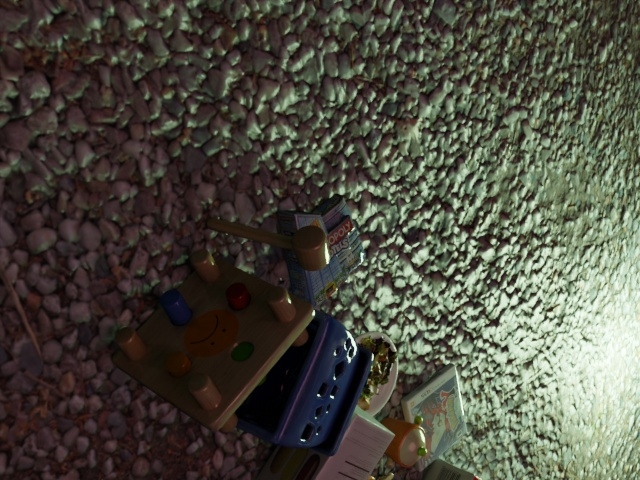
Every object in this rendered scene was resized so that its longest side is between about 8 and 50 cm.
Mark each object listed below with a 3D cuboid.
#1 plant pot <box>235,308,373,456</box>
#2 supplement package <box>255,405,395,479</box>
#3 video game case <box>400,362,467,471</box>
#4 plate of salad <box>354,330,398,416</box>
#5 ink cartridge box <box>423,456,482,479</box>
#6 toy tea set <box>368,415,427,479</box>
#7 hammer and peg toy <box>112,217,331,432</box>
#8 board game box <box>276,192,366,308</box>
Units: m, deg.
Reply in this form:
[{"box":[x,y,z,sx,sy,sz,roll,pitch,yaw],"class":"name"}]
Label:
[{"box":[-0.052,0.248,1.417,0.212,0.236,0.236,35,73,-46],"class":"plant pot"},{"box":[0.005,0.433,1.533,0.134,0.139,0.244,37,84,-39],"class":"supplement package"},{"box":[0.276,0.423,1.877,0.183,0.023,0.201,-28,116,-35],"class":"video game case"},{"box":[0.106,0.295,1.685,0.200,0.048,0.200,-8,103,-40],"class":"plate of salad"},{"box":[0.343,0.725,1.921,0.309,0.130,0.272,41,72,-39],"class":"ink cartridge box"},{"box":[0.139,0.539,1.698,0.200,0.124,0.336,-6,105,-44],"class":"toy tea set"},{"box":[-0.147,0.118,1.297,0.361,0.266,0.127,-49,140,-25],"class":"hammer and peg toy"},{"box":[0.000,0.000,1.528,0.194,0.060,0.194,-40,122,-30],"class":"board game box"}]
